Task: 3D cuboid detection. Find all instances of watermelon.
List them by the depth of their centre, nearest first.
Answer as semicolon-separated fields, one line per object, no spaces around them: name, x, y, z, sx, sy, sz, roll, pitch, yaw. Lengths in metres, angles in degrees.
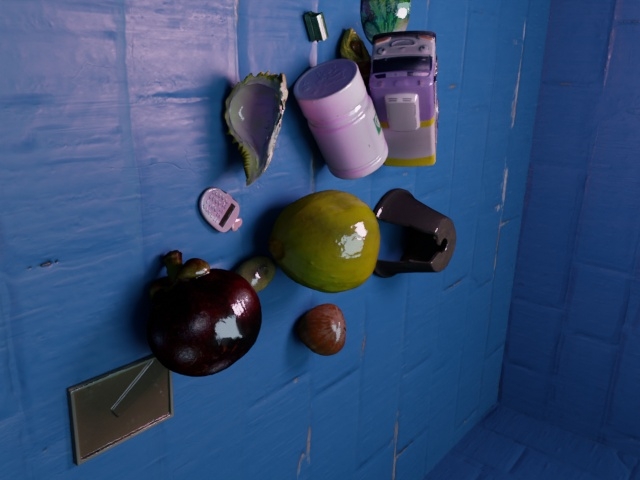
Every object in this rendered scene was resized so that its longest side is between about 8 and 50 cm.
watermelon;0.204;-0.753;1.936;0.146;0.128;0.230;-10;113;-31

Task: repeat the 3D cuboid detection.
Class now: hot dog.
hot dog;0.122;-0.559;1.892;0.123;0.093;0.261;-39;131;-37

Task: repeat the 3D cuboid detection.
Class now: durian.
durian;-0.154;-0.311;1.589;0.196;0.186;0.304;-32;133;-66

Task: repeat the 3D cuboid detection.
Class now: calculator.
calculator;-0.276;-0.082;1.607;0.166;0.024;0.103;48;64;-46

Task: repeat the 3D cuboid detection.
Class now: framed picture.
framed picture;-0.505;0.422;1.494;0.290;0.020;0.211;-17;116;-48

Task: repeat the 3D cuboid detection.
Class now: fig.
fig;0.009;0.007;1.763;0.343;0.344;0.343;-22;119;-47

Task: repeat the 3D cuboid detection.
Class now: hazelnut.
hazelnut;0.007;0.308;1.996;0.182;0.182;0.182;-22;119;-47

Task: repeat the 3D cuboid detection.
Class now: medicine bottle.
medicine bottle;0.069;-0.370;1.794;0.212;0.212;0.325;-55;138;-24

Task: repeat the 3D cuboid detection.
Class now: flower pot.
flower pot;0.389;-0.009;2.306;0.379;0.251;0.379;-20;116;-49

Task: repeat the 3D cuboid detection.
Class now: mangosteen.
mangosteen;-0.294;0.192;1.468;0.297;0.297;0.293;-28;125;-44

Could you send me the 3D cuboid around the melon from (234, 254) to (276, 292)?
melon;-0.192;0.101;1.718;0.162;0.099;0.099;-36;129;-44

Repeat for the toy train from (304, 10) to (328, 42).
toy train;-0.010;-0.637;1.724;0.038;0.056;0.093;-48;136;-34

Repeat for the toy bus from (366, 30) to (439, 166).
toy bus;0.281;-0.451;1.913;0.440;0.210;0.249;70;25;-59
